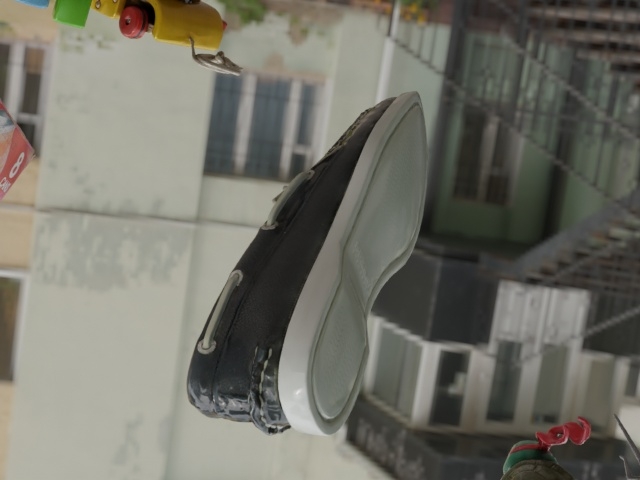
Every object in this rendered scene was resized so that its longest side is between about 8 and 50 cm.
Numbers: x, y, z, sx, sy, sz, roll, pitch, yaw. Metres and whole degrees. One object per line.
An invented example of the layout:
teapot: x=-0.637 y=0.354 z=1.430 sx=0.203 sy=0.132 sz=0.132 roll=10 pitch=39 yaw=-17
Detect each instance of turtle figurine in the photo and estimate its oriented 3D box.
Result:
turtle figurine: x=0.170 y=0.227 z=0.958 sx=0.118 sy=0.175 sz=0.234 roll=37 pitch=-145 yaw=-30

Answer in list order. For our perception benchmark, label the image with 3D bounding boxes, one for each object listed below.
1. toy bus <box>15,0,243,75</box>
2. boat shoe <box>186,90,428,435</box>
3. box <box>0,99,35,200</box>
toy bus: x=-0.148 y=-0.235 z=1.155 sx=0.202 sy=0.104 sz=0.191 roll=16 pitch=-164 yaw=-5
boat shoe: x=0.000 y=0.000 z=0.874 sx=0.091 sy=0.114 sz=0.302 roll=1 pitch=-144 yaw=22
box: x=-0.302 y=-0.088 z=0.619 sx=0.300 sy=0.142 sz=0.154 roll=35 pitch=170 yaw=5
